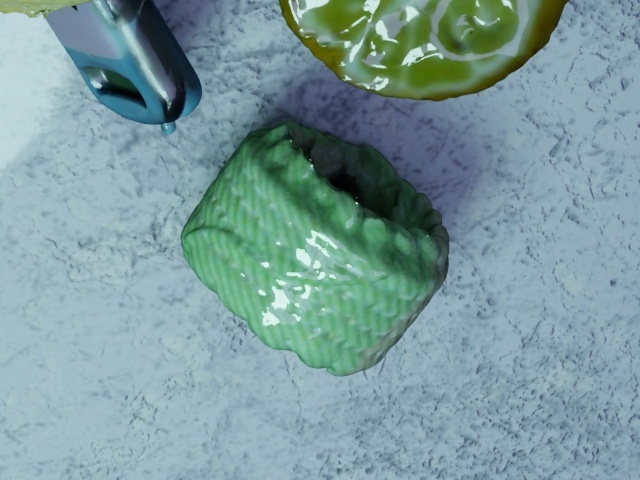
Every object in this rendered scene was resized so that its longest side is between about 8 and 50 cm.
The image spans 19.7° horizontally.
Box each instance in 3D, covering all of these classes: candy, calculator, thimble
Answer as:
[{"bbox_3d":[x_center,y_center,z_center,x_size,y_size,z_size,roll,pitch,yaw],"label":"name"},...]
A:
[{"bbox_3d":[0.084,-0.240,1.517,0.260,0.118,0.260,-2,113,-4],"label":"candy"},{"bbox_3d":[-0.193,-0.205,1.470,0.051,0.173,0.293,-39,115,-17],"label":"calculator"},{"bbox_3d":[0.000,0.000,1.558,0.219,0.219,0.150,32,106,-19],"label":"thimble"}]

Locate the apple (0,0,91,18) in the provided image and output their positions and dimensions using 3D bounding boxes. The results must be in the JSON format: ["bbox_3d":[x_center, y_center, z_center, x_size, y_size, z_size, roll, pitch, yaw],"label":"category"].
[{"bbox_3d":[-0.308,-0.266,1.240,0.309,0.252,0.314,1,125,13],"label":"apple"}]
